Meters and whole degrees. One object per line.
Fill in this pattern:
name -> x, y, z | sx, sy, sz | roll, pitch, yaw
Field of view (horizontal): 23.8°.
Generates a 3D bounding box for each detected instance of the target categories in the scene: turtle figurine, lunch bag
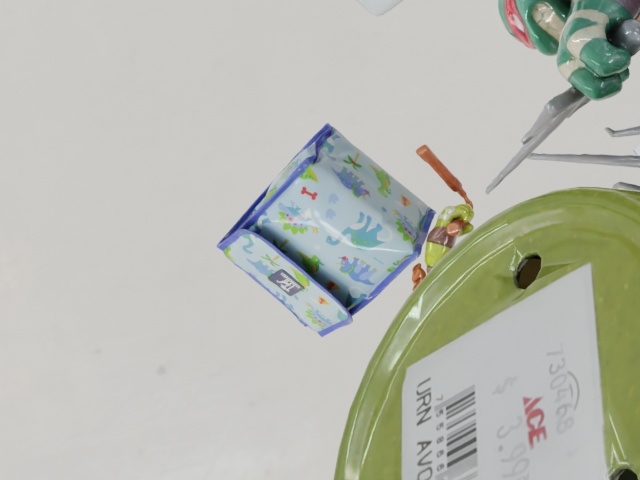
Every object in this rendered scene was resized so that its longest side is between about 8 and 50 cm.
turtle figurine -> 0.120, 0.072, 1.240 | 0.087, 0.217, 0.270 | -18, 121, -6
turtle figurine -> 0.142, -0.084, 0.553 | 0.234, 0.175, 0.118 | -10, 82, 38
lunch bag -> 0.000, 0.000, 1.295 | 0.129, 0.096, 0.151 | 41, 124, -8

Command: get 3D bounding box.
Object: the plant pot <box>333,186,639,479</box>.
plant pot -> 0.156, 0.107, 0.452 | 0.293, 0.275, 0.275 | 27, 115, -29

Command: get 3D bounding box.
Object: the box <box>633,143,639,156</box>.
box -> 0.546, -0.075, 1.790 | 0.231, 0.126, 0.262 | -43, 75, 35

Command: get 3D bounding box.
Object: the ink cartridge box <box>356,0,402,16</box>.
ink cartridge box -> 0.014, -0.192, 0.407 | 0.224, 0.045, 0.223 | 39, 136, -22
